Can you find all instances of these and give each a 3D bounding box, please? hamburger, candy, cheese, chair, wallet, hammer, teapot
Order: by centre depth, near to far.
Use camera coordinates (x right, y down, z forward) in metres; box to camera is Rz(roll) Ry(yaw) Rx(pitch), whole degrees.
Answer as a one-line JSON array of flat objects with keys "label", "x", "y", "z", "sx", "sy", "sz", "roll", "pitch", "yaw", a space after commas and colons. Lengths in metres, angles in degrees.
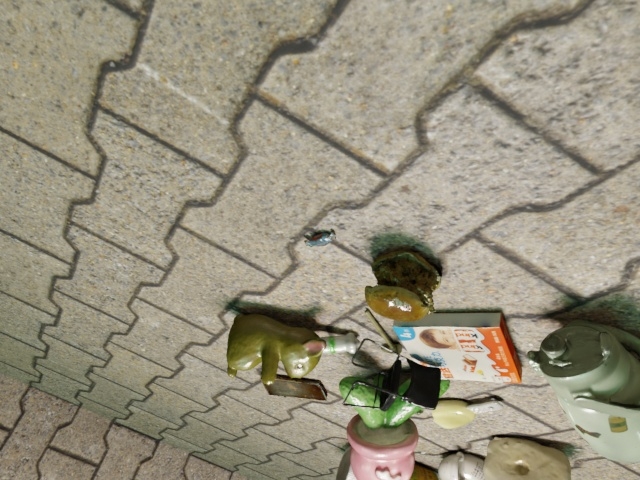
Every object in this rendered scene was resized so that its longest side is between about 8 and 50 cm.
[{"label": "hamburger", "x": 0.180, "y": 0.114, "z": 1.140, "sx": 0.185, "sy": 0.131, "sz": 0.159, "roll": 31, "pitch": 146, "yaw": -22}, {"label": "candy", "x": 0.000, "y": 0.001, "z": 1.164, "sx": 0.083, "sy": 0.020, "sz": 0.030, "roll": -14, "pitch": 133, "yaw": 34}, {"label": "chair", "x": 0.189, "y": 0.377, "z": 1.392, "sx": 0.221, "sy": 0.140, "sz": 0.145, "roll": 17, "pitch": 139, "yaw": 0}, {"label": "hammer", "x": 0.154, "y": 0.242, "z": 1.412, "sx": 0.060, "sy": 0.028, "sz": 0.195, "roll": -3, "pitch": 136, "yaw": 37}, {"label": "cheese", "x": 0.443, "y": 0.519, "z": 1.616, "sx": 0.127, "sy": 0.050, "sz": 0.255, "roll": 35, "pitch": 139, "yaw": -18}, {"label": "cheese", "x": 0.696, "y": 0.752, "z": 1.698, "sx": 0.248, "sy": 0.174, "sz": 0.251, "roll": -12, "pitch": 133, "yaw": 48}, {"label": "wallet", "x": -0.094, "y": 0.517, "z": 1.868, "sx": 0.232, "sy": 0.031, "sz": 0.122, "roll": 1, "pitch": 136, "yaw": 20}, {"label": "teapot", "x": 0.532, "y": 0.874, "z": 1.953, "sx": 0.208, "sy": 0.166, "sz": 0.299, "roll": 4, "pitch": 153, "yaw": 39}]

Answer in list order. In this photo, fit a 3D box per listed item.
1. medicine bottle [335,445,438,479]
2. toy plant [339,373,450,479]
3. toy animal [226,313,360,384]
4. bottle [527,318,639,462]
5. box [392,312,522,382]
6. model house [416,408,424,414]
[{"label": "medicine bottle", "x": 0.271, "y": 0.994, "z": 2.158, "sx": 0.384, "sy": 0.224, "sz": 0.224, "roll": 21, "pitch": 144, "yaw": -4}, {"label": "toy plant", "x": 0.209, "y": 0.544, "z": 1.556, "sx": 0.317, "sy": 0.210, "sz": 0.356, "roll": 0, "pitch": 101, "yaw": -1}, {"label": "toy animal", "x": -0.088, "y": 0.316, "z": 1.472, "sx": 0.363, "sy": 0.180, "sz": 0.181, "roll": 10, "pitch": -177, "yaw": 21}, {"label": "bottle", "x": 0.610, "y": 0.304, "z": 1.139, "sx": 0.229, "sy": 0.229, "sz": 0.352, "roll": -17, "pitch": 127, "yaw": 39}, {"label": "box", "x": 0.350, "y": 0.274, "z": 1.339, "sx": 0.265, "sy": 0.048, "sz": 0.273, "roll": -5, "pitch": 138, "yaw": 31}, {"label": "model house", "x": 0.295, "y": 0.491, "z": 1.630, "sx": 0.078, "sy": 0.066, "sz": 0.083, "roll": 18, "pitch": 143, "yaw": -1}]
